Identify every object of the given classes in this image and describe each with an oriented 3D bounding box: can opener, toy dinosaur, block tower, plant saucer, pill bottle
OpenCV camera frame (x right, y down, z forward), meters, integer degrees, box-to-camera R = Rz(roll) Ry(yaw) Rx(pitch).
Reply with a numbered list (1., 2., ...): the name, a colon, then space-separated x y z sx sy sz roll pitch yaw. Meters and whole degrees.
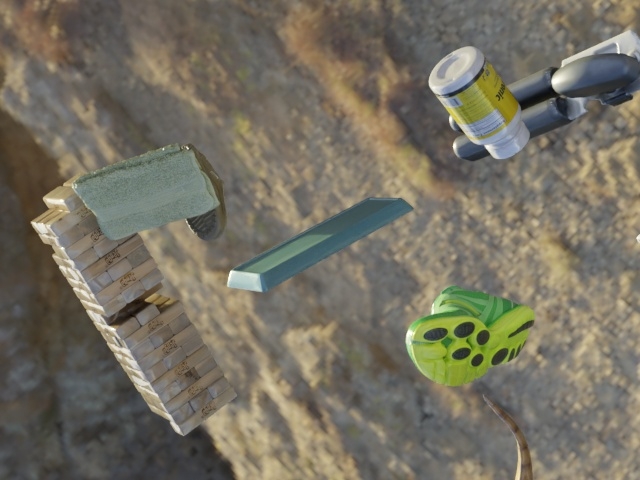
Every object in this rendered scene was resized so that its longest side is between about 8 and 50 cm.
1. can opener: 0.257 -0.170 1.520 0.280 0.093 0.074 -23 64 45
2. toy dinosaur: 0.177 0.236 1.144 0.064 0.112 0.211 20 106 39
3. block tower: -0.235 0.080 1.629 0.097 0.091 0.335 9 132 62
4. plant saucer: 0.000 0.000 1.254 0.067 0.192 0.018 4 117 54
5. pill bottle: 0.170 -0.141 1.369 0.065 0.065 0.116 2 141 50

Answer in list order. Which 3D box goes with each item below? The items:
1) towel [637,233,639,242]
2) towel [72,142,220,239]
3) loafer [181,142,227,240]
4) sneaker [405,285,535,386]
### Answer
1. towel: 0.535 -0.077 1.448 0.248 0.325 0.038 30 166 48
2. towel: -0.197 -0.053 1.490 0.148 0.027 0.110 -15 138 10
3. loafer: -0.141 -0.059 1.622 0.056 0.050 0.148 -38 52 26
4. sneaker: 0.197 0.133 1.877 0.123 0.295 0.109 25 106 31
